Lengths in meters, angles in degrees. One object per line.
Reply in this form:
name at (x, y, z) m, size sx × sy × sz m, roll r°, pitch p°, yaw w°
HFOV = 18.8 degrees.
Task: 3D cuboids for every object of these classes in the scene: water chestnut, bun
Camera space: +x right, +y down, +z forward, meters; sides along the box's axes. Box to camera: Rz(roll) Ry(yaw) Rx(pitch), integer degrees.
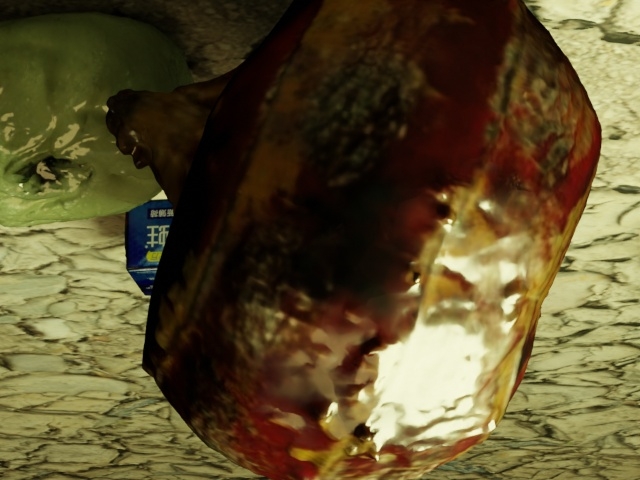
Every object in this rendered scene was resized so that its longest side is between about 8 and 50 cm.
water chestnut at (0.001, -0.017, 1.199) m, size 0.302 × 0.350 × 0.350 m, roll 24°, pitch 160°, yaw 1°
bun at (-0.192, -0.075, 1.319) m, size 0.221 × 0.108 × 0.221 m, roll -1°, pitch 160°, yaw 0°

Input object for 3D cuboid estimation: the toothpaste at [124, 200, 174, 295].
toothpaste at (0.000, 0.000, 1.622) m, size 0.320 × 0.066 × 0.076 m, roll -4°, pitch 161°, yaw 5°
